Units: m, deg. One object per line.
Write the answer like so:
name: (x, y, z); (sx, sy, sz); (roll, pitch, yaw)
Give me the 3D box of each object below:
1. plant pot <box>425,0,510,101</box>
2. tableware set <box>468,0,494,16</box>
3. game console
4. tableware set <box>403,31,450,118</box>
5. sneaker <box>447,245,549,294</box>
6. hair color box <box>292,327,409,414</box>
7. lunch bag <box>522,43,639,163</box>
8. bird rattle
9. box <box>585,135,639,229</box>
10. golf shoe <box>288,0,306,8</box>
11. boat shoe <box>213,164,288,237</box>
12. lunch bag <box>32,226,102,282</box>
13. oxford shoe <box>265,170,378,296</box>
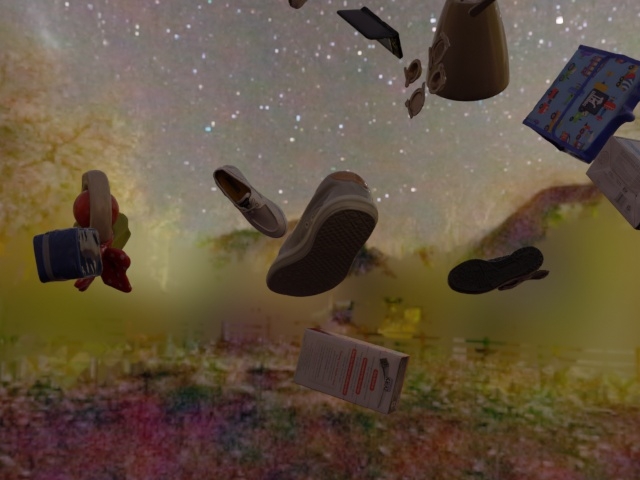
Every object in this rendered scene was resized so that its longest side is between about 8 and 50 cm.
plant pot: (0.439, -0.595, 1.906); (0.256, 0.257, 0.274); (0, -45, 9)
tableware set: (0.196, -0.335, 0.677); (0.128, 0.039, 0.194); (25, -40, -35)
game console: (0.102, -0.424, 1.336); (0.071, 0.122, 0.107); (-36, -32, -5)
tableware set: (0.225, -0.352, 1.387); (0.020, 0.141, 0.168); (12, -27, -25)
sneaker: (0.260, 0.051, 0.945); (0.170, 0.051, 0.089); (-16, -19, -7)
hair color box: (0.048, 0.205, 1.032); (0.167, 0.093, 0.053); (14, 0, 25)
lunch bag: (0.606, -0.288, 1.419); (0.138, 0.221, 0.293); (31, 16, -13)
bird rattle: (-0.414, -0.022, 1.170); (0.143, 0.207, 0.253); (-1, 13, -18)
box: (0.649, -0.092, 1.160); (0.289, 0.169, 0.087); (6, -50, -21)
golf shoe: (-0.005, -0.636, 1.568); (0.086, 0.186, 0.067); (40, 10, 15)
boat shoe: (-0.075, -0.040, 0.680); (0.035, 0.100, 0.035); (-42, -2, 14)
lunch bag: (-0.329, 0.019, 0.842); (0.065, 0.067, 0.098); (-7, -2, -1)
oxford shoe: (0.000, 0.000, 1.432); (0.169, 0.130, 0.449); (10, -34, -19)
